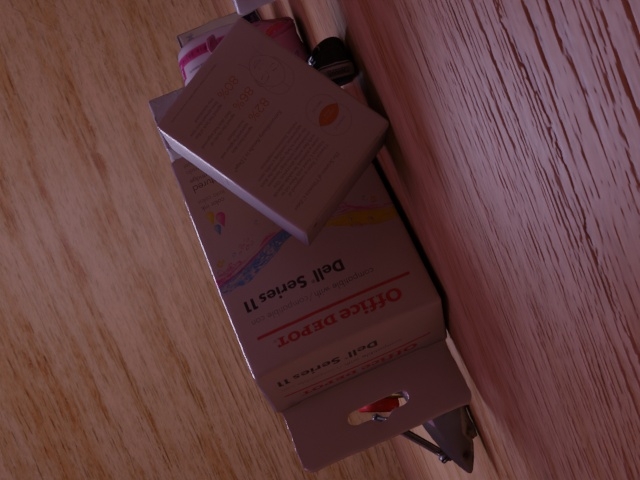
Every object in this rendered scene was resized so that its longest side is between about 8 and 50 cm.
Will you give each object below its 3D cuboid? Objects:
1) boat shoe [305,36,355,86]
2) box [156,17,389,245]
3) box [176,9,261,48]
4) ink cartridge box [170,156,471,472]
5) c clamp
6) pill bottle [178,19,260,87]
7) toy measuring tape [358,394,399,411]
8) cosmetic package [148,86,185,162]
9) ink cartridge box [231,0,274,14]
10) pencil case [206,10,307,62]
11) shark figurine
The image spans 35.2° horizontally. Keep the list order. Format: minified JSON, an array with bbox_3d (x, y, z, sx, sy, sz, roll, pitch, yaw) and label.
[{"bbox_3d":[0.005,-0.173,1.010,0.142,0.049,0.040,-178,71,-79],"label":"boat shoe"},{"bbox_3d":[-0.042,-0.098,0.945,0.170,0.130,0.091,37,174,5],"label":"box"},{"bbox_3d":[-0.140,-0.270,1.796,0.232,0.148,0.127,70,176,-46],"label":"box"},{"bbox_3d":[-0.001,0.039,1.072,0.119,0.207,0.353,71,175,-62],"label":"ink cartridge box"},{"bbox_3d":[0.141,0.305,1.554,0.160,0.022,0.137,31,172,-14],"label":"c clamp"},{"bbox_3d":[-0.096,-0.160,1.471,0.160,0.160,0.283,95,159,-83],"label":"pill bottle"},{"bbox_3d":[0.084,0.204,1.528,0.330,0.121,0.121,80,167,-79],"label":"toy measuring tape"},{"bbox_3d":[-0.151,-0.208,1.657,0.085,0.231,0.117,72,175,-57],"label":"cosmetic package"},{"bbox_3d":[-0.107,-0.377,1.278,0.150,0.063,0.109,73,173,-65],"label":"ink cartridge box"},{"bbox_3d":[-0.044,-0.146,1.299,0.124,0.124,0.284,-120,7,-66],"label":"pencil case"},{"bbox_3d":[0.088,0.148,1.228,0.278,0.116,0.166,-121,11,-55],"label":"shark figurine"}]
